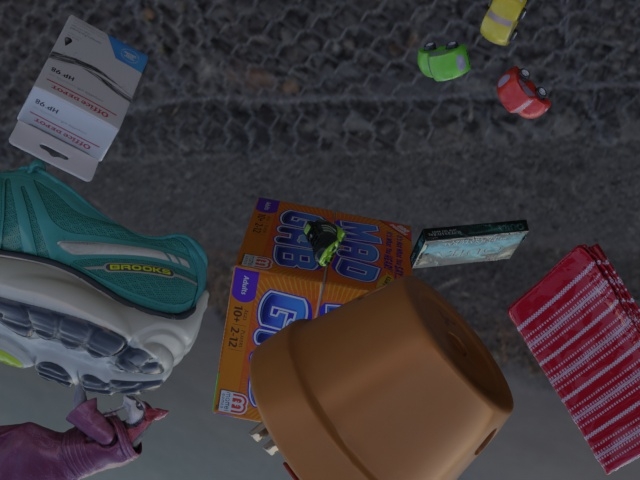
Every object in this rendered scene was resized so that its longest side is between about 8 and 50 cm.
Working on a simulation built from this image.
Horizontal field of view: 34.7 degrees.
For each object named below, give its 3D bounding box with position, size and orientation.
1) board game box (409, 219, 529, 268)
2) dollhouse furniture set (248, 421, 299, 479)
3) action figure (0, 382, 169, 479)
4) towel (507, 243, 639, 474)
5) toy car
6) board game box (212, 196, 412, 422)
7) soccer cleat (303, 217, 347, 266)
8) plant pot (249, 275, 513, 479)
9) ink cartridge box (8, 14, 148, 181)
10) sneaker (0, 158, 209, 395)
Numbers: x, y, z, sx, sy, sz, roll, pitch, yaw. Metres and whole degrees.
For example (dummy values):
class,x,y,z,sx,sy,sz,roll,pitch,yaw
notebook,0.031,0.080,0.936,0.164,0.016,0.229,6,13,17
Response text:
class,x,y,z,sx,sy,sz,roll,pitch,yaw
board game box,0.259,0.007,1.798,0.186,0.026,0.126,-5,157,-9
dollhouse furniture set,-0.004,0.436,1.716,0.262,0.135,0.259,49,174,32
action figure,-0.456,0.399,1.927,0.370,0.275,0.248,-23,139,14
towel,0.376,0.161,1.390,0.275,0.031,0.199,61,140,19
toy car,0.260,-0.301,1.737,0.225,0.053,0.239,2,126,34
board game box,-0.011,0.163,2.214,0.356,0.356,0.356,10,115,-1
soccer cleat,0.000,0.000,1.813,0.072,0.179,0.060,31,103,0
plant pot,0.087,0.179,1.204,0.203,0.291,0.291,-40,111,16
ink cartridge box,-0.271,-0.163,1.162,0.104,0.180,0.060,27,133,-18
sneaker,-0.198,0.003,0.602,0.275,0.110,0.107,21,142,1
